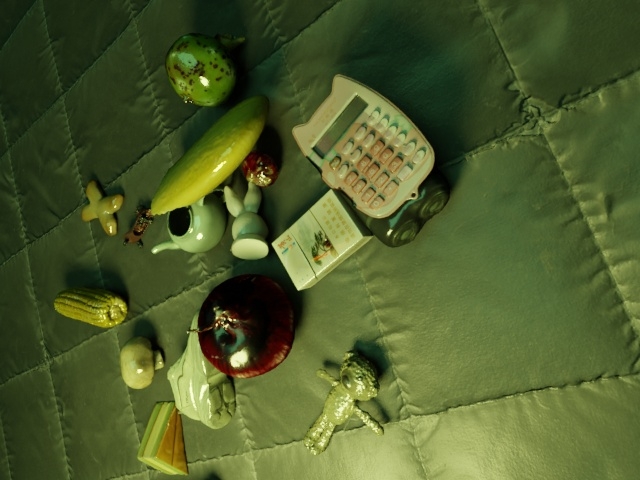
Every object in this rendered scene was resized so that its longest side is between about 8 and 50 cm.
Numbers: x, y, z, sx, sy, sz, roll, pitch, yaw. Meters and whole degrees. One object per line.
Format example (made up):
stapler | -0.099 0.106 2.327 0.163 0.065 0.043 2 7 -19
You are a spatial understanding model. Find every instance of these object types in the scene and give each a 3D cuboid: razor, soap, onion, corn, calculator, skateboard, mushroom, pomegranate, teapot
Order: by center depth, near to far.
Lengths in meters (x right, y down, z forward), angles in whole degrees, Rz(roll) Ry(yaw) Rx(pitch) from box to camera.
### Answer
calculator | 0.094 -0.196 0.977 0.220 0.048 0.330 -47 66 14
razor | 0.129 -0.162 1.040 0.204 0.113 0.349 -45 64 19
onion | -0.204 0.208 1.157 0.272 0.285 0.273 -8 66 19
onion | -0.161 -0.197 1.238 0.107 0.097 0.107 20 135 21
soap | -0.289 -0.233 1.240 0.427 0.306 0.115 -32 116 32
pomegranate | -0.323 -0.503 1.291 0.210 0.211 0.263 20 75 31
teapot | -0.374 -0.060 1.344 0.294 0.129 0.193 -44 69 24
mushroom | -0.585 0.397 1.475 0.166 0.127 0.167 -3 87 55
skateboard | -0.623 -0.052 1.548 0.080 0.067 0.151 42 105 36
corn | -0.828 0.231 1.622 0.344 0.131 0.131 4 91 33

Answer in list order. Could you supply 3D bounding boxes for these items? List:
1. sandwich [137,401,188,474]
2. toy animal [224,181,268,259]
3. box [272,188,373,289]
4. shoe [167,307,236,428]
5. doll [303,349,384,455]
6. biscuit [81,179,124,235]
sandwich | -0.485 0.641 1.471 0.117 0.144 0.187 -15 45 31
toy animal | -0.202 -0.051 1.266 0.103 0.131 0.221 -13 55 4
box | -0.001 0.000 1.147 0.233 0.067 0.150 -41 68 25
shoe | -0.372 0.369 1.334 0.210 0.132 0.342 -4 91 29
doll | 0.039 0.399 1.113 0.285 0.091 0.203 -37 59 37
biscuit | -0.805 -0.121 1.664 0.207 0.047 0.165 23 100 31
